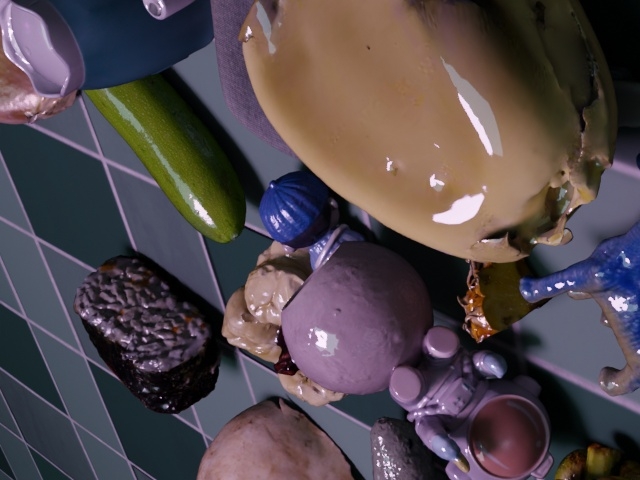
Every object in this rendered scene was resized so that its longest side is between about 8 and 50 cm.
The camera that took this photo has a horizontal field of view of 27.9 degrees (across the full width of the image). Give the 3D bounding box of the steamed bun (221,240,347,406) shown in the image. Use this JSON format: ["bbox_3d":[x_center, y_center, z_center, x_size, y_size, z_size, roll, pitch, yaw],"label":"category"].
[{"bbox_3d":[-0.029,0.100,1.403,0.177,0.106,0.192,52,153,5],"label":"steamed bun"}]

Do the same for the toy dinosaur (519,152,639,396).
[{"bbox_3d":[0.260,0.053,0.965,0.248,0.075,0.188,54,149,-7],"label":"toy dinosaur"}]

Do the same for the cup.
[{"bbox_3d":[-0.215,-0.222,1.253,0.299,0.173,0.168,4,126,54],"label":"cup"}]

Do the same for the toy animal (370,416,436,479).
[{"bbox_3d":[0.109,0.299,1.450,0.070,0.079,0.253,12,133,42],"label":"toy animal"}]

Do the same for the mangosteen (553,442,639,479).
[{"bbox_3d":[0.258,0.268,1.133,0.166,0.166,0.180,-27,74,61],"label":"mangosteen"}]

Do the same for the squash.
[{"bbox_3d":[-0.173,-0.121,1.397,0.292,0.082,0.082,51,151,7],"label":"squash"}]

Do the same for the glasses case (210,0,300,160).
[{"bbox_3d":[-0.032,-0.212,1.097,0.131,0.074,0.323,33,146,29],"label":"glasses case"}]

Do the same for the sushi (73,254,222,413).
[{"bbox_3d":[-0.227,0.119,1.691,0.225,0.136,0.126,36,145,42],"label":"sushi"}]

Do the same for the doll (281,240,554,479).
[{"bbox_3d":[0.098,0.126,1.200,0.287,0.151,0.151,40,151,-1],"label":"doll"}]

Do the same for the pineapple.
[{"bbox_3d":[0.155,0.028,1.116,0.077,0.114,0.114,-11,99,20],"label":"pineapple"}]

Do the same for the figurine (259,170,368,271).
[{"bbox_3d":[0.000,0.000,1.287,0.086,0.087,0.149,-42,86,24],"label":"figurine"}]

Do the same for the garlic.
[{"bbox_3d":[-0.415,-0.253,1.605,0.267,0.148,0.128,52,-172,-6],"label":"garlic"}]

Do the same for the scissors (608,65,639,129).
[{"bbox_3d":[0.190,-0.101,0.927,0.289,0.041,0.138,15,123,53],"label":"scissors"}]

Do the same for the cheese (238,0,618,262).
[{"bbox_3d":[0.082,-0.120,0.920,0.316,0.128,0.260,49,137,30],"label":"cheese"}]

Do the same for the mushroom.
[{"bbox_3d":[-0.063,0.349,1.645,0.254,0.189,0.195,53,149,7],"label":"mushroom"}]
